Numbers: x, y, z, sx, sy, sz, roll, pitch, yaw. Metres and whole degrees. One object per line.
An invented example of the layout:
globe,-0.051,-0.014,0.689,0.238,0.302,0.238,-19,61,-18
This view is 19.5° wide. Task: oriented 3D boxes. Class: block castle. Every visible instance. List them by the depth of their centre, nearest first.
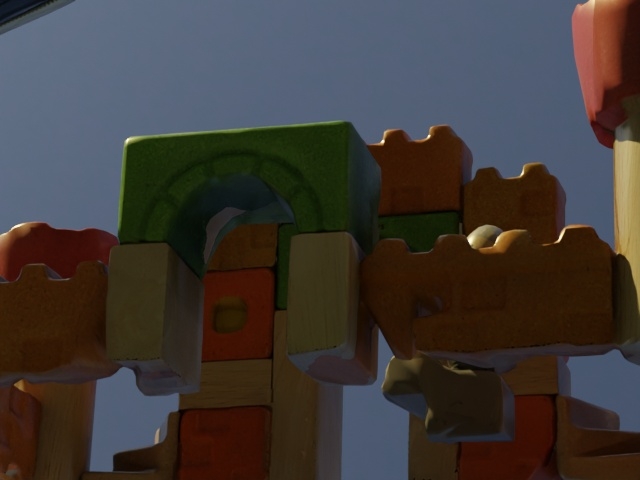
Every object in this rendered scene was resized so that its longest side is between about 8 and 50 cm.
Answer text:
block castle,0.000,0.000,0.922,0.453,0.303,0.213,-4,-113,15

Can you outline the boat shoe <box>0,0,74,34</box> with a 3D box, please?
boat shoe,-0.134,-0.104,0.586,0.254,0.079,0.095,-27,-92,20
